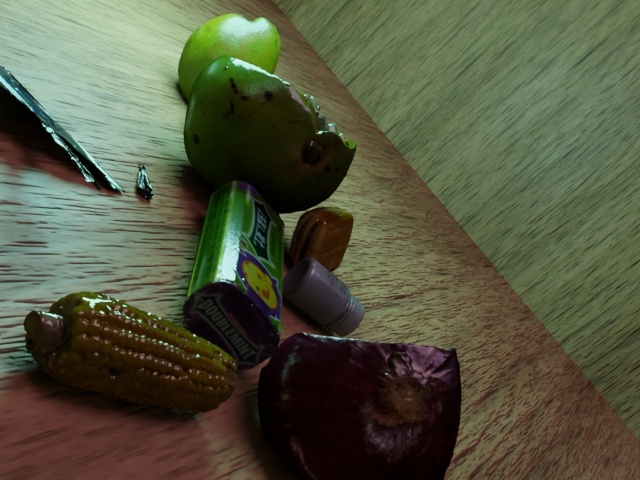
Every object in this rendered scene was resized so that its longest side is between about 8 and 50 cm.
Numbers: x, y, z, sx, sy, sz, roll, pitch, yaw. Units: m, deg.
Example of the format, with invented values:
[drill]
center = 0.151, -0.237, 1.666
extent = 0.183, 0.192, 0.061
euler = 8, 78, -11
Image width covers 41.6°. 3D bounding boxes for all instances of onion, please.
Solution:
[onion]
center = 0.037, 0.215, 1.007
extent = 0.206, 0.216, 0.207
euler = 6, 75, -19

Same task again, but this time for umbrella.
[umbrella]
center = -0.259, -0.085, 1.241
extent = 0.031, 0.020, 0.083
euler = 35, 16, -36

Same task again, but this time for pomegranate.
[pomegranate]
center = -0.123, -0.167, 1.464
extent = 0.309, 0.216, 0.358
euler = 29, -5, -42

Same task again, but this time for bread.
[bread]
center = 0.000, 0.000, 1.528
extent = 0.077, 0.116, 0.200
euler = 26, 13, 14

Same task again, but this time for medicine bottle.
[medicine bottle]
center = 0.005, 0.094, 1.371
extent = 0.130, 0.080, 0.080
euler = 41, 18, -23

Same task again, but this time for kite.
[kite]
center = -0.355, -0.154, 1.063
extent = 0.314, 0.011, 0.335
euler = 45, -1, 39

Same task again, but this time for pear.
[pear]
center = -0.181, -0.361, 1.693
extent = 0.187, 0.220, 0.187
euler = 39, 17, -14

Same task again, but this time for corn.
[corn]
center = -0.183, 0.118, 0.851
extent = 0.261, 0.097, 0.097
euler = 30, 24, -46

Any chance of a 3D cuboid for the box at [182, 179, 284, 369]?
[box]
center = -0.116, 0.034, 1.192
extent = 0.134, 0.097, 0.345
euler = 50, 15, -22
